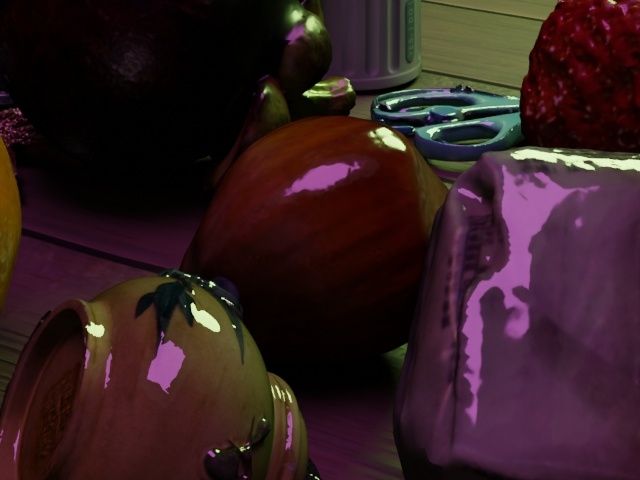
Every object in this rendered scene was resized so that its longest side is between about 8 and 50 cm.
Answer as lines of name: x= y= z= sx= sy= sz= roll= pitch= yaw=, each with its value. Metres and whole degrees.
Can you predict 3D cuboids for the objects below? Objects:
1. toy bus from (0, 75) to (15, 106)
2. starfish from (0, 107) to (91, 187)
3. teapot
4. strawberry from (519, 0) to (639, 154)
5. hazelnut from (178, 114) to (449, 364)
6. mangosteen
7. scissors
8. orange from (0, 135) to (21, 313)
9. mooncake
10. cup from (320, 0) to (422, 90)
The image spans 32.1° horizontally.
toy bus: x=-0.287 y=-0.197 z=1.248 sx=0.195 sy=0.081 sz=0.089 roll=1 pitch=19 yaw=-3
starfish: x=-0.324 y=-0.105 z=1.109 sx=0.227 sy=0.043 sz=0.240 roll=34 pitch=35 yaw=31
teapot: x=-0.076 y=0.126 z=0.615 sx=0.182 sy=0.173 sz=0.269 roll=23 pitch=45 yaw=-29
strawberry: x=0.319 y=-0.155 z=1.015 sx=0.257 sy=0.257 sz=0.277 roll=-4 pitch=-13 yaw=-11
hazelnut: x=0.004 y=0.010 z=0.809 sx=0.186 sy=0.210 sz=0.210 roll=25 pitch=28 yaw=-8
mangosteen: x=-0.150 y=-0.196 z=1.047 sx=0.330 sy=0.330 sz=0.330 roll=2 pitch=29 yaw=-1
scissors: x=0.245 y=-0.141 z=1.230 sx=0.393 sy=0.032 sz=0.180 roll=-8 pitch=30 yaw=-17
orange: x=-0.327 y=-0.009 z=0.720 sx=0.261 sy=0.261 sz=0.261 roll=2 pitch=29 yaw=-1
mooncake: x=0.177 y=0.064 z=0.685 sx=0.254 sy=0.136 sz=0.250 roll=10 pitch=58 yaw=-2
cup: x=0.038 y=-0.287 z=1.305 sx=0.167 sy=0.202 sz=0.221 roll=4 pitch=28 yaw=7
